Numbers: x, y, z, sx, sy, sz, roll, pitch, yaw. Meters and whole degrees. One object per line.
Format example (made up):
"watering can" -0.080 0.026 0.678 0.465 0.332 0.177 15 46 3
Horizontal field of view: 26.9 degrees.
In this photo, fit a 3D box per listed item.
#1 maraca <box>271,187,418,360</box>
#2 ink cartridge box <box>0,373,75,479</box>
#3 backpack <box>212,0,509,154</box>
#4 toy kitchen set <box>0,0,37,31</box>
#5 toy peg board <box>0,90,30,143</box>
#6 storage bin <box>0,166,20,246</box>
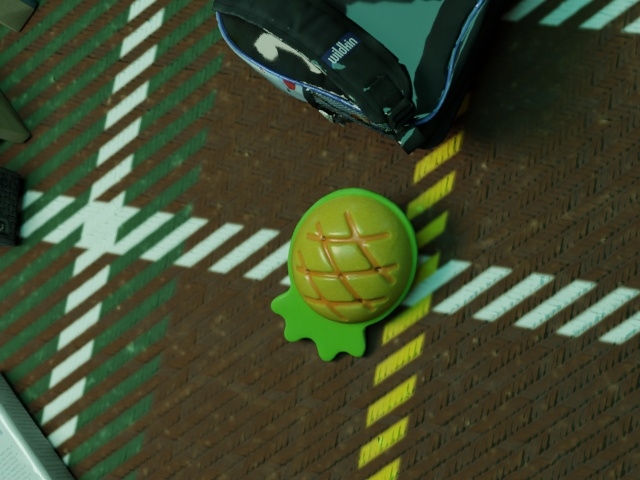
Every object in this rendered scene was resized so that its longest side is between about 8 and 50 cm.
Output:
"maraca" 0.023 0.035 1.320 0.127 0.099 0.185 30 114 9
"ink cartridge box" -0.387 0.360 1.430 0.324 0.071 0.330 -41 74 9
"backpack" 0.042 -0.236 1.295 0.263 0.213 0.276 24 84 14
"toy kitchen set" -0.396 -0.373 1.520 0.207 0.122 0.166 38 95 21
"toy peg board" -0.433 -0.161 1.482 0.079 0.161 0.161 -41 70 15
"storage bin" -0.437 -0.042 1.482 0.180 0.122 0.084 -1 81 20
